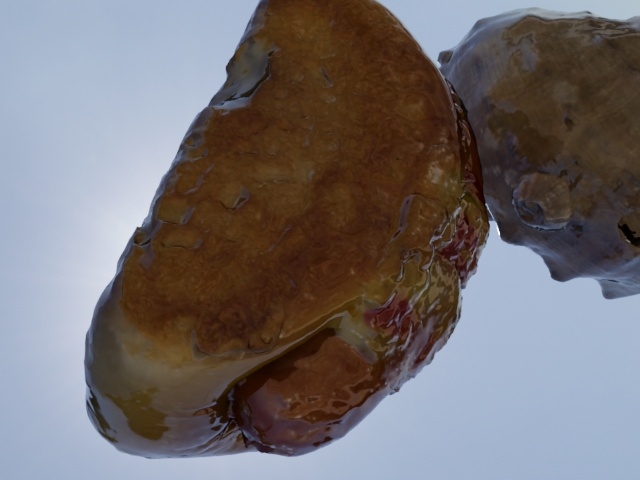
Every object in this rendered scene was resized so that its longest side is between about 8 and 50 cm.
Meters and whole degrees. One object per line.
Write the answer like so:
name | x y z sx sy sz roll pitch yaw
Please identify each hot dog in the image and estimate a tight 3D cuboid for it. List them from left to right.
hot dog | 0.000 0.000 0.497 0.153 0.150 0.257 22 -118 3

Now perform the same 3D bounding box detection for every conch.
conch | 0.214 -0.052 0.699 0.263 0.324 0.186 35 -108 -26
